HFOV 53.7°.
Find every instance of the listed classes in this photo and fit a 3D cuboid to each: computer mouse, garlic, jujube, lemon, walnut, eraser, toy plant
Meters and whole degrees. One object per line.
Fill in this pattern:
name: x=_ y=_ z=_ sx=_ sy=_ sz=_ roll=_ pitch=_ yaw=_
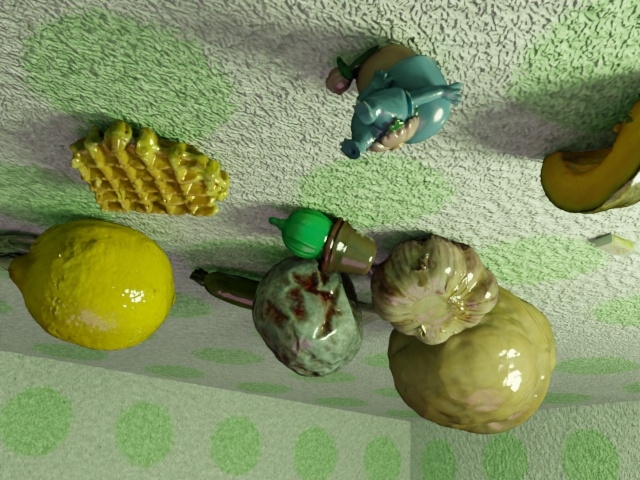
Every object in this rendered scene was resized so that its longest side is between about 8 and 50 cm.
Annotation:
computer mouse: x=0.137 y=0.084 z=1.392 sx=0.055 sy=0.032 sz=0.110 roll=-13 pitch=152 yaw=33
garlic: x=0.218 y=0.086 z=1.233 sx=0.244 sy=0.161 sz=0.245 roll=4 pitch=127 yaw=5
jujube: x=-0.028 y=0.159 z=1.322 sx=0.215 sy=0.247 sz=0.308 roll=-13 pitch=145 yaw=9
lemon: x=-0.426 y=0.083 z=1.211 sx=0.319 sy=0.245 sz=0.245 roll=19 pitch=152 yaw=-33
walnut: x=0.335 y=0.262 z=1.421 sx=0.381 sy=0.381 sz=0.381 roll=3 pitch=157 yaw=1
eraser: x=0.552 y=0.011 z=1.173 sx=0.083 sy=0.019 sz=0.038 roll=17 pitch=152 yaw=-28
toy plant: x=0.000 y=0.000 z=1.143 sx=0.200 sy=0.105 sz=0.143 roll=23 pitch=170 yaw=-1

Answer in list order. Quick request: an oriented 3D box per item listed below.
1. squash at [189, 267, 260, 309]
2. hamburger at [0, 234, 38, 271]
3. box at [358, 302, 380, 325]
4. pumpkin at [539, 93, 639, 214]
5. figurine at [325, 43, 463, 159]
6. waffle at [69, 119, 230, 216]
squash: x=-0.146 y=0.126 z=1.471 sx=0.318 sy=0.071 sz=0.080 roll=12 pitch=-164 yaw=-18
hamburger: x=-0.639 y=0.033 z=1.358 sx=0.133 sy=0.063 sz=0.140 roll=5 pitch=159 yaw=0
box: x=0.043 y=0.181 z=1.636 sx=0.220 sy=0.032 sz=0.122 roll=13 pitch=156 yaw=-23
pumpkin: x=0.413 y=-0.090 z=0.806 sx=0.130 sy=0.149 sz=0.254 roll=21 pitch=152 yaw=-17
figurine: x=0.070 y=-0.165 z=0.708 sx=0.144 sy=0.178 sz=0.114 roll=44 pitch=133 yaw=5
waffle: x=-0.258 y=-0.109 z=0.970 sx=0.229 sy=0.057 sz=0.219 roll=2 pitch=157 yaw=2
